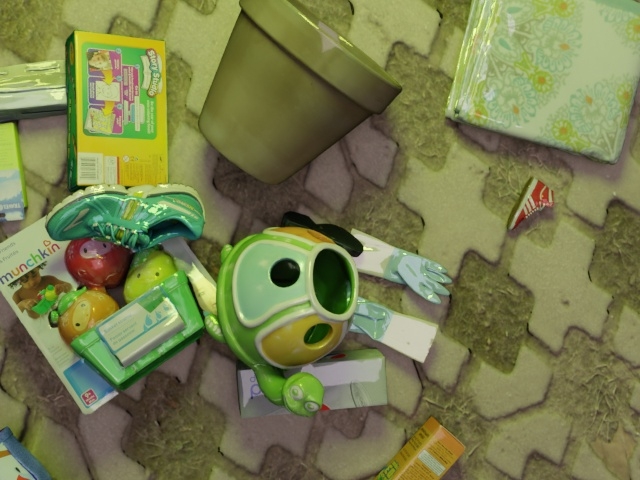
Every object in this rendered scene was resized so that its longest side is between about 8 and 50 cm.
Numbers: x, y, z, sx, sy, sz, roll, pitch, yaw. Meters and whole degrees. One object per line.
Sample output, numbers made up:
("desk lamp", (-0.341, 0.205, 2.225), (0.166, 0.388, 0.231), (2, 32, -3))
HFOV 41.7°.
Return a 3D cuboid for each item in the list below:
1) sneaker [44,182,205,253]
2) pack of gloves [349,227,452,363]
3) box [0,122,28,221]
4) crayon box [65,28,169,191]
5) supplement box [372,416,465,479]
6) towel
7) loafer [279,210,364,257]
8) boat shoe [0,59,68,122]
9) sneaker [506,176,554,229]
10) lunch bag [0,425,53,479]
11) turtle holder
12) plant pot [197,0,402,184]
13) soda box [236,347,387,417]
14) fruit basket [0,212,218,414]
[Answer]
("sneaker", (-0.336, -0.034, 1.461), (0.275, 0.107, 0.110), (-8, 58, -14))
("pack of gloves", (0.133, 0.109, 1.672), (0.232, 0.046, 0.195), (22, 90, 2))
("box", (-0.604, -0.122, 1.545), (0.109, 0.042, 0.178), (-7, 95, -7))
("crayon box", (-0.366, -0.226, 1.511), (0.165, 0.081, 0.278), (0, 86, -29))
("supplement box", (0.179, 0.467, 1.675), (0.080, 0.078, 0.233), (41, 87, -8))
("towel", (0.453, -0.348, 1.658), (0.374, 0.090, 0.320), (14, 95, -9))
("loafer", (0.000, 0.000, 1.635), (0.170, 0.062, 0.061), (22, 118, -1))
("boat shoe", (-0.591, -0.269, 1.519), (0.302, 0.109, 0.094), (-7, 82, -18))
("sneaker", (0.426, -0.062, 1.692), (0.067, 0.042, 0.118), (29, 87, -5))
("lunch bag", (-0.609, 0.561, 1.496), (0.385, 0.239, 0.328), (-37, 96, 3))
("turtle holder", (-0.061, 0.122, 1.475), (0.243, 0.227, 0.320), (44, 50, -24))
("plant pot", (-0.062, -0.262, 1.503), (0.323, 0.323, 0.280), (36, 105, -9))
("soda box", (-0.018, 0.275, 1.628), (0.286, 0.091, 0.098), (-4, 95, -7))
("fruit basket", (-0.384, 0.079, 1.523), (0.327, 0.165, 0.353), (-34, 88, -15))
